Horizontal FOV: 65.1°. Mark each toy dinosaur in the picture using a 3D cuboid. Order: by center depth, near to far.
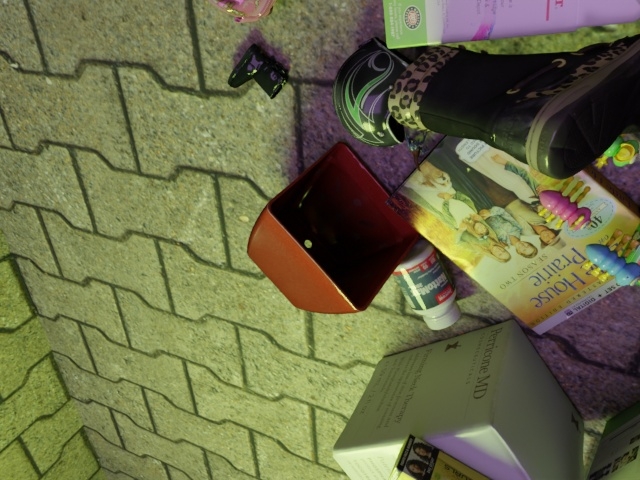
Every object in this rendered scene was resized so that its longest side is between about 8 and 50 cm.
[{"bbox_3d":[0.173,-0.180,0.959,0.047,0.082,0.090,20,92,-14],"label":"toy dinosaur"}]

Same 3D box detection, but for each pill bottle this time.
[{"bbox_3d":[0.231,0.098,1.087,0.108,0.108,0.180,-20,109,36],"label":"pill bottle"}]

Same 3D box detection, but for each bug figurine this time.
[{"bbox_3d":[0.467,-0.065,0.774,0.216,0.072,0.279,37,122,23],"label":"bug figurine"}]

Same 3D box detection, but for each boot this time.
[{"bbox_3d":[0.313,-0.226,0.730,0.284,0.377,0.138,28,142,43],"label":"boot"},{"bbox_3d":[-0.130,-0.338,1.050,0.099,0.045,0.121,44,129,-6],"label":"boot"}]

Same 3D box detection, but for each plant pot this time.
[{"bbox_3d":[0.000,0.000,1.072,0.267,0.267,0.236,49,142,-7],"label":"plant pot"}]

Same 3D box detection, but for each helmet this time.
[{"bbox_3d":[0.102,-0.256,0.899,0.169,0.169,0.161,38,115,2],"label":"helmet"}]

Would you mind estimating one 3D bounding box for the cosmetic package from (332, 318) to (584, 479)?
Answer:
[{"bbox_3d":[0.314,0.440,1.115,0.394,0.329,0.327,-28,102,37],"label":"cosmetic package"}]

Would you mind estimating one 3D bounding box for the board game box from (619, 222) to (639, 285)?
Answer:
[{"bbox_3d":[0.638,-0.043,0.768,0.214,0.046,0.317,22,116,11],"label":"board game box"}]

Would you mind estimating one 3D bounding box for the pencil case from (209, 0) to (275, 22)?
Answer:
[{"bbox_3d":[-0.067,-0.549,0.809,0.160,0.167,0.386,19,137,-29],"label":"pencil case"}]

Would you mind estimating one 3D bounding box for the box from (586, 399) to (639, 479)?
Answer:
[{"bbox_3d":[0.603,0.398,0.936,0.058,0.322,0.232,41,132,17],"label":"box"}]

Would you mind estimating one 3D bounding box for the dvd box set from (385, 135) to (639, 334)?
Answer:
[{"bbox_3d":[0.374,-0.040,0.949,0.420,0.062,0.307,41,129,0],"label":"dvd box set"}]

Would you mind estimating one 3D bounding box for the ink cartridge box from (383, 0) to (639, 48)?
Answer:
[{"bbox_3d":[0.273,-0.410,0.732,0.354,0.119,0.207,6,122,27],"label":"ink cartridge box"}]

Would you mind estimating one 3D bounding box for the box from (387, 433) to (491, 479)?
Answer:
[{"bbox_3d":[0.242,0.449,0.893,0.232,0.087,0.058,28,127,14],"label":"box"}]
